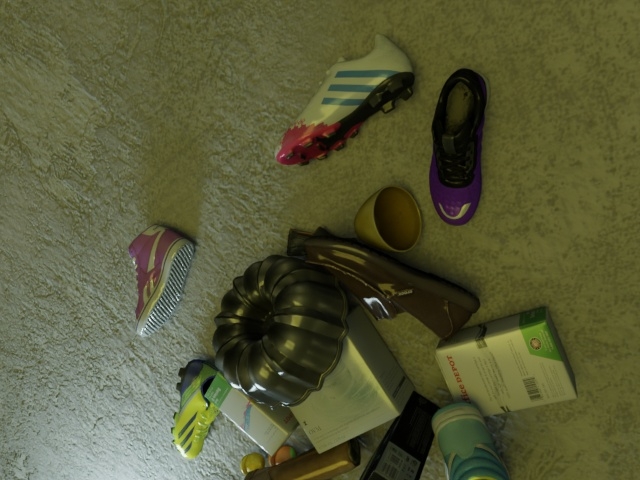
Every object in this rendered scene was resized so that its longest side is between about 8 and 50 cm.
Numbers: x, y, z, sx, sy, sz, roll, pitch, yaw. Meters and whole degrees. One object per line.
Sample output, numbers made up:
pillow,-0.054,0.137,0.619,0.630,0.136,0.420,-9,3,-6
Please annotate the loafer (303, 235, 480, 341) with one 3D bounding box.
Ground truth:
loafer,0.125,0.097,1.022,0.366,0.134,0.130,24,94,4

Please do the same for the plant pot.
plant pot,0.124,-0.035,1.054,0.095,0.134,0.134,-16,94,51

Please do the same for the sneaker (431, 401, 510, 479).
sneaker,0.305,0.481,0.979,0.127,0.208,0.319,-24,119,11

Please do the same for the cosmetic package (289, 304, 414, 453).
cosmetic package,0.041,0.301,1.142,0.224,0.138,0.224,-36,84,25

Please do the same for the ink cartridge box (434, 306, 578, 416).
ink cartridge box,0.358,0.242,1.018,0.219,0.092,0.160,-21,93,26

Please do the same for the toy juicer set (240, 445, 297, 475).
toy juicer set,-0.153,0.646,1.289,0.329,0.089,0.209,-43,81,13

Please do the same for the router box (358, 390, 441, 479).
router box,0.130,0.477,1.044,0.081,0.309,0.242,31,111,14

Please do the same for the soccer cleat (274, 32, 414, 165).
soccer cleat,0.033,-0.278,1.054,0.331,0.116,0.143,-30,72,23

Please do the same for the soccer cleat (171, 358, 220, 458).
soccer cleat,-0.310,0.446,1.345,0.121,0.093,0.289,11,105,14

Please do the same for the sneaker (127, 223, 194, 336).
sneaker,-0.434,0.094,1.328,0.161,0.102,0.282,27,99,19

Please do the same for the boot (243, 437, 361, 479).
boot,-0.050,0.521,1.132,0.270,0.236,0.089,-24,96,7

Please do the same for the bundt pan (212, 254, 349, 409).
bundt pan,-0.106,0.174,1.089,0.331,0.124,0.330,-23,53,35

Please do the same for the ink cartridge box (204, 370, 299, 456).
ink cartridge box,-0.136,0.369,1.219,0.212,0.154,0.093,36,114,12

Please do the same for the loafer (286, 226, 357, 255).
loafer,0.000,0.000,1.140,0.170,0.062,0.061,-4,94,22

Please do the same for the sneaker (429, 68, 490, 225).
sneaker,0.243,-0.167,0.955,0.102,0.146,0.293,6,102,22
